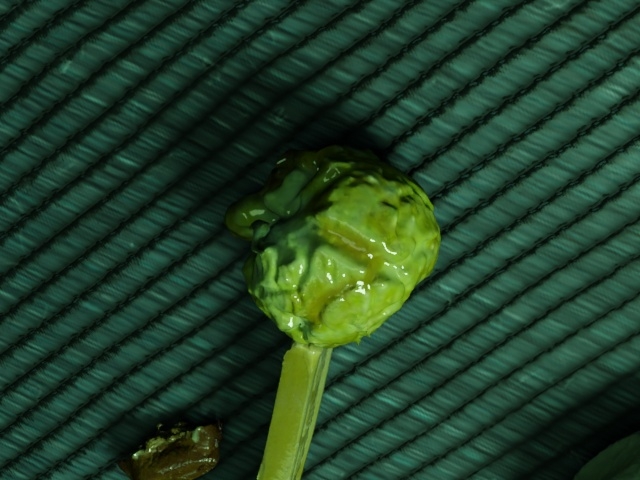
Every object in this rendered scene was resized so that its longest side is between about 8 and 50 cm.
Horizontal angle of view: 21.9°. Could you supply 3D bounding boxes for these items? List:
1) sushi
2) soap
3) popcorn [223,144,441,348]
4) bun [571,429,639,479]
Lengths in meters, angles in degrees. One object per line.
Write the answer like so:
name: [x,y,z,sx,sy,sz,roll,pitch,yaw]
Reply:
sushi: [-0.149,0.213,1.658,0.118,0.061,0.060,-18,65,1]
soap: [-0.030,0.187,1.599,0.037,0.092,0.252,17,114,7]
popcorn: [0.000,0.000,1.481,0.212,0.198,0.198,39,119,32]
bun: [0.368,0.326,1.516,0.354,0.194,0.354,4,112,9]
